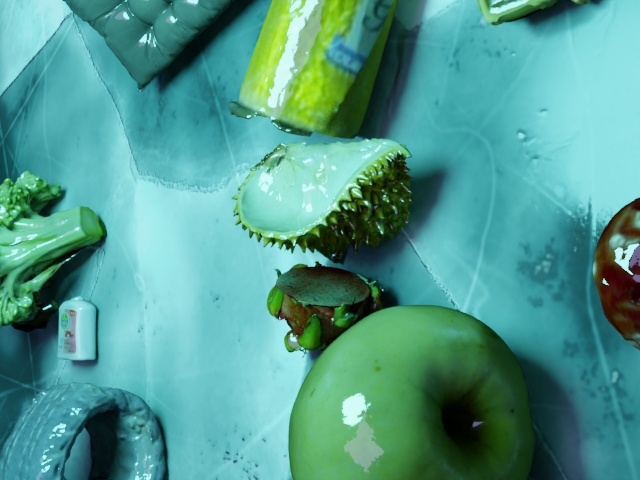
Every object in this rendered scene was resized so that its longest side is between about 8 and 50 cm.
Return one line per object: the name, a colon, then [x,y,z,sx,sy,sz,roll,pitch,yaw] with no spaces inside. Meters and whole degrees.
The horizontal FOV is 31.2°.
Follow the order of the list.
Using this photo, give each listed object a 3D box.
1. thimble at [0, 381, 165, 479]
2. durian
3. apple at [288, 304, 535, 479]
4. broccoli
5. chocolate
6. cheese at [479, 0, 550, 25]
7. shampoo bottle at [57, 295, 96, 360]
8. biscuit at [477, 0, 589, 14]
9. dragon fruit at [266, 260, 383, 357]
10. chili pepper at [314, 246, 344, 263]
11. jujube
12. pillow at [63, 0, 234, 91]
thimble: [-0.347,0.321,1.633,0.172,0.205,0.237,-7,79,45]
durian: [0.008,-0.049,1.356,0.252,0.144,0.139,4,87,48]
apple: [0.093,0.198,1.192,0.262,0.262,0.263,-3,85,44]
broccoli: [-0.451,0.013,1.796,0.243,0.263,0.247,-18,108,17]
chocolate: [0.030,-0.337,1.336,0.162,0.162,0.446,29,106,41]
cheese: [0.198,-0.316,1.216,0.086,0.036,0.163,-17,77,43]
shampoo bottle: [-0.379,0.136,1.788,0.072,0.043,0.099,-2,86,44]
biscuit: [0.256,-0.325,1.201,0.250,0.035,0.162,-43,64,38]
dragon fruit: [0.003,0.081,1.380,0.175,0.138,0.142,101,-177,-48]
chili pepper: [0.000,0.000,1.444,0.083,0.022,0.027,49,153,34]
jujube: [0.357,0.014,1.008,0.230,0.155,0.155,-26,70,34]
pillow: [-0.220,-0.382,1.565,0.228,0.101,0.326,48,130,-10]
